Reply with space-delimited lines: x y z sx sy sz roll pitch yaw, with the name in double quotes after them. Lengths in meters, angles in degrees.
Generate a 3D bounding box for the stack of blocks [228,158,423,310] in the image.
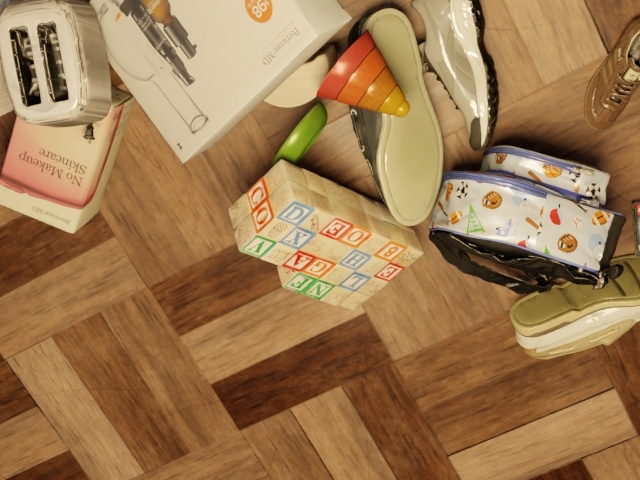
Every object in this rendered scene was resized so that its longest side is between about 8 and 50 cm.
0.000 0.000 1.384 0.297 0.087 0.171 21 128 -42 "stack of blocks"

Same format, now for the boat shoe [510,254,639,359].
0.476 0.114 1.474 0.302 0.113 0.103 -17 127 9 "boat shoe"

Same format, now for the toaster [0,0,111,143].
-0.388 -0.252 1.272 0.129 0.146 0.227 -7 97 3 "toaster"

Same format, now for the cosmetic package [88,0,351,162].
-0.169 -0.323 1.267 0.284 0.097 0.377 52 137 -4 "cosmetic package"

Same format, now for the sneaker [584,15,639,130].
0.468 -0.258 1.352 0.066 0.071 0.188 19 110 -1 "sneaker"

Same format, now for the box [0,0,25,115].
-0.549 -0.395 1.352 0.214 0.168 0.345 18 111 -1 "box"

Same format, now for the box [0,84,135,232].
-0.425 -0.155 1.446 0.148 0.127 0.232 22 110 -3 "box"

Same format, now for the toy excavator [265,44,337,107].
-0.037 -0.480 1.265 0.445 0.222 0.433 -39 100 26 "toy excavator"

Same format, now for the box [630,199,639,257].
0.590 -0.027 1.438 0.137 0.027 0.094 -8 98 8 "box"

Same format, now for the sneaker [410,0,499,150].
0.216 -0.272 1.368 0.108 0.100 0.272 -11 103 21 "sneaker"

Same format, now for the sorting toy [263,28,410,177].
0.019 -0.146 1.341 0.126 0.127 0.365 37 128 0 "sorting toy"

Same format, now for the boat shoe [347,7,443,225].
0.104 -0.193 1.393 0.127 0.113 0.340 -24 109 -25 "boat shoe"

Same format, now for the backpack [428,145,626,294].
0.307 -0.036 1.349 0.263 0.276 0.213 10 83 -7 "backpack"
